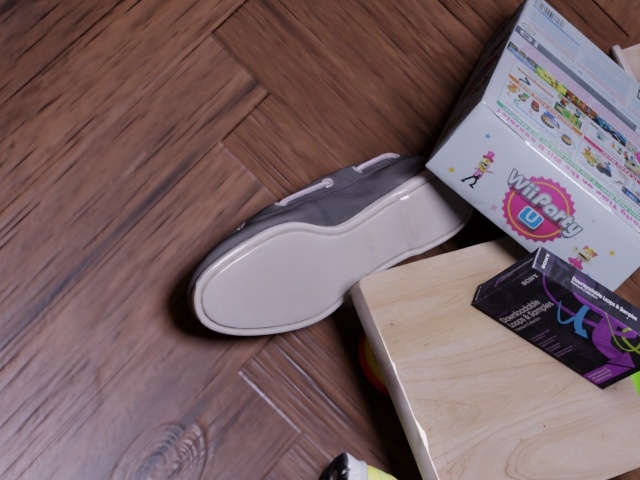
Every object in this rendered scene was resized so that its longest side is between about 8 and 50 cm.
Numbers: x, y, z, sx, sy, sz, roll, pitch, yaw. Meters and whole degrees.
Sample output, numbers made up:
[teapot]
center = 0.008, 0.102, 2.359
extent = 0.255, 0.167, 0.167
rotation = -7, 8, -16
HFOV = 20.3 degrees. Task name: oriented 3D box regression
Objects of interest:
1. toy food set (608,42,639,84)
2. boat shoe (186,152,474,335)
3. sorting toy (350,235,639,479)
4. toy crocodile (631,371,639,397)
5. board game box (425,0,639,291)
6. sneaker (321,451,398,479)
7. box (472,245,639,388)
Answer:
[toy food set]
center = 0.494, -0.168, 2.012
extent = 0.306, 0.092, 0.219
rotation = -22, 81, -21
[boat shoe]
center = 0.000, 0.000, 1.725
extent = 0.335, 0.095, 0.112
rotation = -24, 117, -29
[sorting toy]
center = 0.167, 0.139, 1.742
extent = 0.257, 0.089, 0.255
rotation = -14, 76, -31
[toy crocodile]
center = 0.388, 0.206, 1.809
extent = 0.105, 0.115, 0.340
rotation = 2, 69, -22
[board game box]
center = 0.246, -0.100, 1.807
extent = 0.224, 0.097, 0.303
rotation = 39, 30, -5
[sneaker]
center = 0.046, 0.298, 1.617
extent = 0.094, 0.081, 0.208
rotation = 18, 62, -22
[box]
center = 0.238, 0.075, 1.681
extent = 0.162, 0.116, 0.029
rotation = 33, 59, -11
